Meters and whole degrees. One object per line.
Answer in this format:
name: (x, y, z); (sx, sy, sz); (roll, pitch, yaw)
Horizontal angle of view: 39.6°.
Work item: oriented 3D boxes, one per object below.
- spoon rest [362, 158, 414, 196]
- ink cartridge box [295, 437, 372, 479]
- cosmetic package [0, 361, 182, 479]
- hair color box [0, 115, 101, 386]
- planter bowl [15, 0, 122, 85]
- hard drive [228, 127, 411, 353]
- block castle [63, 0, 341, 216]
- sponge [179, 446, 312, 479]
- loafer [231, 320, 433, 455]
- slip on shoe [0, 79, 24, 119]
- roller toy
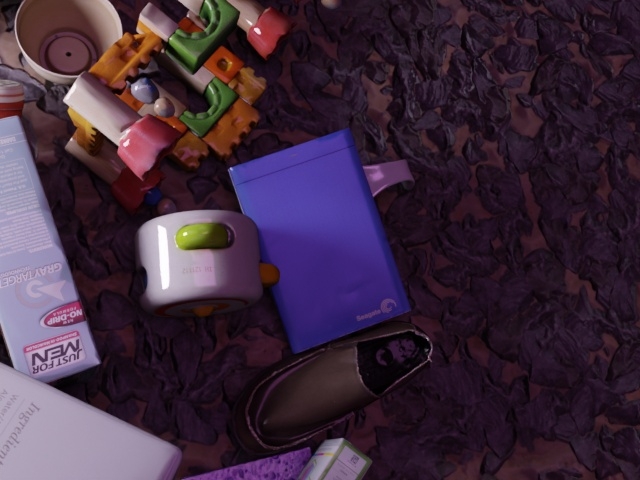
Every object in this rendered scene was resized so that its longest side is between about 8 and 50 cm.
spoon rest: (0.043, -0.085, 1.521); (0.276, 0.084, 0.137); (-20, 82, -21)
ink cartridge box: (-0.015, 0.400, 1.331); (0.062, 0.109, 0.209); (37, 69, -5)
cosmetic package: (-0.424, 0.360, 1.072); (0.393, 0.329, 0.327); (25, 54, 1)
hair color box: (-0.434, 0.032, 1.292); (0.113, 0.185, 0.374); (-18, 82, -21)
planter bowl: (-0.404, -0.317, 1.432); (0.162, 0.109, 0.162); (4, 76, -15)
hard drive: (0.000, 0.000, 1.460); (0.210, 0.040, 0.319); (-20, 93, -9)
block castle: (-0.179, -0.258, 1.382); (0.213, 0.303, 0.453); (39, 70, -5)
sponge: (-0.104, 0.402, 1.379); (0.210, 0.031, 0.117); (-10, 80, -19)
loafer: (0.026, 0.217, 1.413); (0.366, 0.130, 0.134); (-28, 85, -21)
slip on shoe: (-0.605, -0.181, 1.301); (0.331, 0.123, 0.101); (-5, 109, -22)
roller toy: (-0.184, 0.045, 1.364); (0.209, 0.191, 0.146); (15, 64, -58)
